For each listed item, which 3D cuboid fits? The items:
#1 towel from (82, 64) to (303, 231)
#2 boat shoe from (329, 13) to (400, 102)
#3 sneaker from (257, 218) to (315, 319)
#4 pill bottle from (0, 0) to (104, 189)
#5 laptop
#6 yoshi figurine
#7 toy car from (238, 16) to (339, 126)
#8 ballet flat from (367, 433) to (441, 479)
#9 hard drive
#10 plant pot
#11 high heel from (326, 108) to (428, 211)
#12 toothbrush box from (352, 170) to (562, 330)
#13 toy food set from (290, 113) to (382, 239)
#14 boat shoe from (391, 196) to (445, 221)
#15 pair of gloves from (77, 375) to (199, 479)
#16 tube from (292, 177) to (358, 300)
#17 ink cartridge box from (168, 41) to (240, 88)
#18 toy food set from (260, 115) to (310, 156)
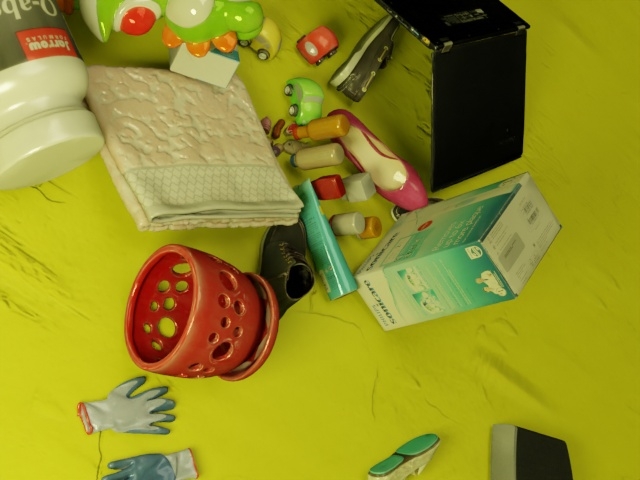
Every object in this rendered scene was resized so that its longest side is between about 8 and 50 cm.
[{"bbox_3d":[-0.210,-0.156,1.958,0.332,0.053,0.317,-4,57,-43],"label":"towel"},{"bbox_3d":[0.098,-0.352,2.332,0.069,0.081,0.227,43,55,-12],"label":"boat shoe"},{"bbox_3d":[-0.044,0.034,1.985,0.083,0.118,0.222,30,52,-23],"label":"sneaker"},{"bbox_3d":[-0.462,-0.271,1.757,0.210,0.210,0.362,-19,80,-42],"label":"pill bottle"},{"bbox_3d":[0.229,-0.348,2.395,0.408,0.236,0.382,44,35,17],"label":"laptop"},{"bbox_3d":[-0.260,-0.427,1.943,0.362,0.203,0.203,13,26,-5],"label":"yoshi figurine"},{"bbox_3d":[-0.036,-0.313,2.216,0.239,0.053,0.225,2,64,-37],"label":"toy car"},{"bbox_3d":[0.138,0.373,2.004,0.168,0.057,0.052,-22,110,-39],"label":"ballet flat"},{"bbox_3d":[0.378,0.455,2.136,0.172,0.054,0.254,21,56,-28],"label":"hard drive"},{"bbox_3d":[-0.172,0.114,1.802,0.174,0.191,0.191,18,57,-40],"label":"plant pot"},{"bbox_3d":[0.103,-0.142,2.187,0.244,0.082,0.117,51,9,1],"label":"high heel"},{"bbox_3d":[0.230,0.022,2.078,0.126,0.296,0.216,55,47,-15],"label":"toothbrush box"},{"bbox_3d":[0.017,-0.096,2.136,0.111,0.105,0.232,-45,121,-49],"label":"toy food set"},{"bbox_3d":[0.186,-0.058,2.269,0.125,0.038,0.046,-4,71,-39],"label":"boat shoe"},{"bbox_3d":[-0.260,0.295,1.744,0.159,0.023,0.198,-9,72,-39],"label":"pair of gloves"},{"bbox_3d":[0.000,0.000,2.074,0.052,0.080,0.207,-20,85,-40],"label":"tube"},{"bbox_3d":[-0.202,-0.342,2.069,0.104,0.060,0.180,17,34,-21],"label":"ink cartridge box"},{"bbox_3d":[-0.073,-0.186,2.148,0.122,0.019,0.078,-14,77,-42],"label":"toy food set"}]
